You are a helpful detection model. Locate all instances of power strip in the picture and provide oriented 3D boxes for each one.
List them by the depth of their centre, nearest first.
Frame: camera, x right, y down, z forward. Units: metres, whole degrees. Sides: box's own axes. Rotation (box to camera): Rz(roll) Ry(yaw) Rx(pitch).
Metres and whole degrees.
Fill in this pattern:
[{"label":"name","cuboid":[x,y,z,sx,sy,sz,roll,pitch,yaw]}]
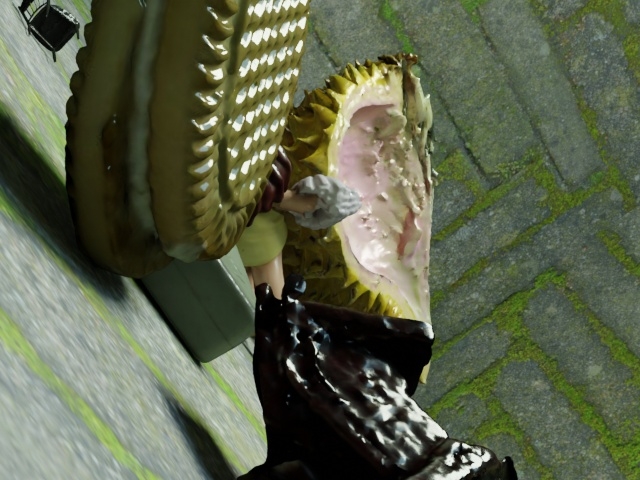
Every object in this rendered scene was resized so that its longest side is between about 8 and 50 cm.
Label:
[{"label":"power strip","cuboid":[-0.096,-0.001,1.064,0.093,0.053,0.288,56,1,-17]}]

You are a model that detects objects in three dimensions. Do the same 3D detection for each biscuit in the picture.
[{"label":"biscuit","cuboid":[-0.065,-0.101,0.833,0.079,0.259,0.259,13,-6,8]}]

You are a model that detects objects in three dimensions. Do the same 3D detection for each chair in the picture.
[{"label":"chair","cuboid":[-0.229,-0.185,1.291,0.042,0.037,0.086,41,12,-31]}]

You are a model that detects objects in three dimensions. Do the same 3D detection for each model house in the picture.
[{"label":"model house","cuboid":[0.014,0.130,0.798,0.164,0.141,0.203,31,-34,29]}]

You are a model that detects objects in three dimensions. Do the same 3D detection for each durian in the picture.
[{"label":"durian","cuboid":[-0.010,-0.011,1.418,0.185,0.195,0.305,-32,120,-54]}]

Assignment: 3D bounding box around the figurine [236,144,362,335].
[{"label":"figurine","cuboid":[-0.071,-0.035,1.251,0.174,0.116,0.240,-1,-56,41]}]
